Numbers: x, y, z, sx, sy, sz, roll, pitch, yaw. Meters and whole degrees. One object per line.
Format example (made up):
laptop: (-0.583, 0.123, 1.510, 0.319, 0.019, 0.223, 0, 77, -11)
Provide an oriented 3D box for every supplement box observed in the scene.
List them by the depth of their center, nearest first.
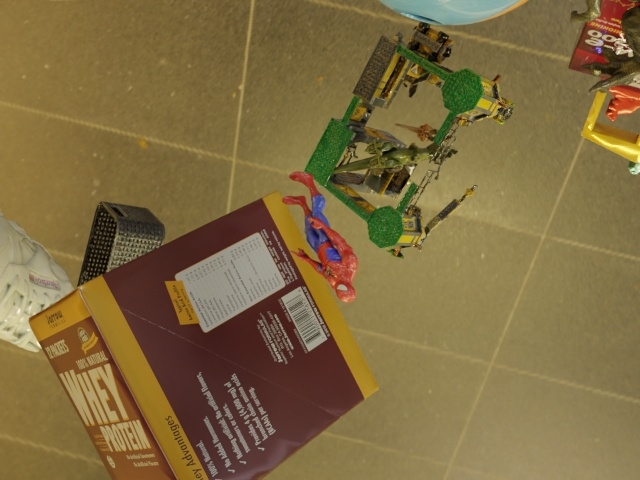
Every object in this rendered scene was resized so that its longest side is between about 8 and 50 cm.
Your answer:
supplement box: (-0.093, 0.094, 0.650, 0.129, 0.194, 0.191, -23, 95, 52)
supplement box: (0.385, -0.276, 0.925, 0.130, 0.073, 0.239, 18, 162, 11)

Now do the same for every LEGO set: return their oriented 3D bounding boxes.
LEGO set: (0.148, -0.148, 1.205, 0.254, 0.192, 0.332, 31, 106, 33)

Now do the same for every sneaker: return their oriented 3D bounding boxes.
sneaker: (-0.305, 0.045, 0.791, 0.152, 0.305, 0.114, 42, 86, -5)

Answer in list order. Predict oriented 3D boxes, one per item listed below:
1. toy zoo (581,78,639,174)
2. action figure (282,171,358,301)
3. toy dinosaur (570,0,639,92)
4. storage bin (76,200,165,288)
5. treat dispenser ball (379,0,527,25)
toy zoo: (0.502, -0.208, 1.149, 0.192, 0.030, 0.293, 21, 139, 14)
action figure: (0.000, 0.000, 0.559, 0.030, 0.115, 0.038, 0, 132, -30)
toy dinosaur: (0.217, -0.132, 0.455, 0.268, 0.064, 0.118, 21, 160, 18)
storage bin: (-0.331, 0.038, 1.308, 0.084, 0.122, 0.180, 8, 106, -34)
treat dispenser ball: (0.153, -0.388, 0.881, 0.288, 0.288, 0.288, 6, 124, 9)
